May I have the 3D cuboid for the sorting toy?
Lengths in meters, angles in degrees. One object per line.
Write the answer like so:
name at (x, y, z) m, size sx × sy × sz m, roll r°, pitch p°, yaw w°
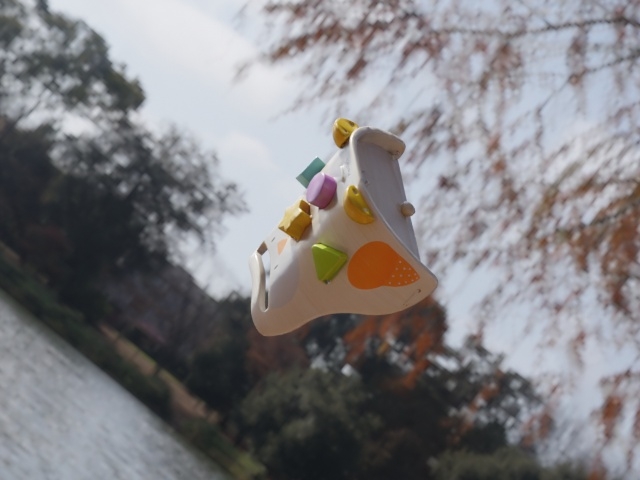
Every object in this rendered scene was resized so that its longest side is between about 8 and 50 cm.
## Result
sorting toy at (0.000, 0.000, 0.499) m, size 0.045 × 0.075 × 0.083 m, roll 33°, pitch 30°, yaw -31°
